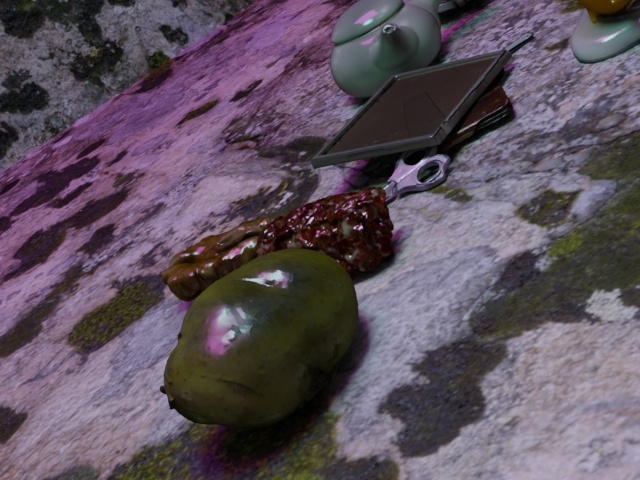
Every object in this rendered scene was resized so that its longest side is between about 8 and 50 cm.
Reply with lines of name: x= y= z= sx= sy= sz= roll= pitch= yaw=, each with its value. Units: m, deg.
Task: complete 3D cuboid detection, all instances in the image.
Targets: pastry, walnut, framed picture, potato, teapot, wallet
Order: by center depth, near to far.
potato: x=-0.055 y=0.102 z=1.126 sx=0.169 sy=0.143 sz=0.248 roll=25 pitch=45 yaw=20
pastry: x=0.001 y=-0.001 z=1.332 sx=0.209 sy=0.097 sz=0.115 roll=-16 pitch=17 yaw=40
walnut: x=-0.138 y=0.031 z=1.484 sx=0.170 sy=0.069 sz=0.143 roll=-21 pitch=23 yaw=23
wallet: x=0.186 y=-0.154 z=1.496 sx=0.176 sy=0.026 sz=0.095 roll=-29 pitch=18 yaw=13
framed picture: x=0.137 y=-0.197 z=1.566 sx=0.211 sy=0.020 sz=0.289 roll=-8 pitch=27 yaw=36
teapot: x=0.141 y=-0.384 z=1.886 sx=0.220 sy=0.149 sz=0.318 roll=-5 pitch=35 yaw=48

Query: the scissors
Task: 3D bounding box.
scissors: x=0.088 y=-0.064 z=1.435 sx=0.189 sy=0.015 sz=0.100 roll=-37 pitch=37 yaw=2

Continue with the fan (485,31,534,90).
fan: x=0.244 y=-0.265 z=1.655 sx=0.227 sy=0.008 sz=0.152 roll=-35 pitch=30 yaw=-18

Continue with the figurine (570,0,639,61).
figurine: x=0.416 y=-0.378 z=1.464 sx=0.250 sy=0.141 sz=0.167 roll=-50 pitch=30 yaw=-19

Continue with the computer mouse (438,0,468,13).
computer mouse: x=0.259 y=-0.498 z=2.061 sx=0.145 sy=0.082 sz=0.236 roll=-26 pitch=24 yaw=14
